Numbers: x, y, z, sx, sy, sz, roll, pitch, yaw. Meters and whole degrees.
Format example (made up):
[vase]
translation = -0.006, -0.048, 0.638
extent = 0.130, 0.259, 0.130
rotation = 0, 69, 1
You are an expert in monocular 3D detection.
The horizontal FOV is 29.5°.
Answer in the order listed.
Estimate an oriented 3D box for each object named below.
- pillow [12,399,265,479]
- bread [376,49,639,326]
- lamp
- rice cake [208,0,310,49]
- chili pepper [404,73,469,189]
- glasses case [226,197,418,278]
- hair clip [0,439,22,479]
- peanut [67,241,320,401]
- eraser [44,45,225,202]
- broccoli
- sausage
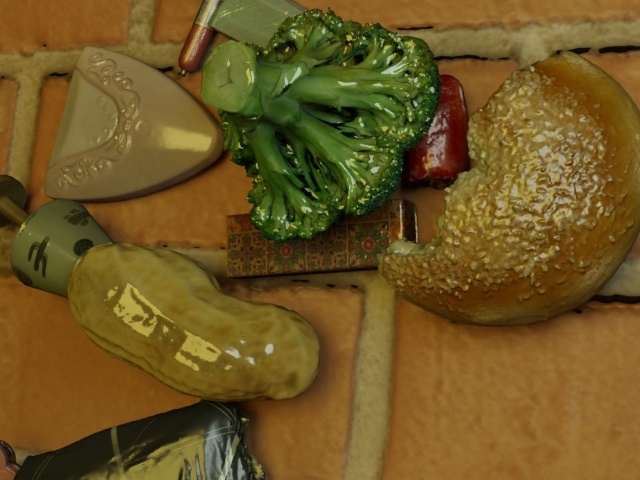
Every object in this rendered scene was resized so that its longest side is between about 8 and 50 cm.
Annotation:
[pillow]
translation = -0.224, 0.289, 1.372
extent = 0.335, 0.092, 0.161
rotation = -19, 68, 7
[bread]
translation = 0.212, -0.025, 1.220
extent = 0.314, 0.171, 0.192
rotation = -48, 61, 9
[lamp]
translation = -0.340, -0.004, 1.491
extent = 0.215, 0.121, 0.121
rotation = 32, 92, 32
[rice cake]
translation = -0.032, -0.242, 1.448
extent = 0.222, 0.042, 0.080
rotation = 33, 89, 26
[chili pepper]
translation = 0.125, -0.120, 1.338
extent = 0.073, 0.070, 0.123
rotation = -10, 76, 39
[glasses case]
translation = 0.000, 0.000, 1.376
extent = 0.218, 0.049, 0.075
rotation = -5, 82, 23
[hair clip]
translation = -0.365, 0.314, 1.441
extent = 0.138, 0.102, 0.123
rotation = 32, 94, 26
[peanut]
translation = -0.143, 0.096, 1.360
extent = 0.306, 0.147, 0.147
rotation = 27, 90, 20
[eraser]
translation = -0.228, -0.138, 1.502
extent = 0.243, 0.059, 0.204
rotation = 10, 83, 30
[broccoli]
translation = -0.014, -0.139, 1.264
extent = 0.269, 0.269, 0.254
rotation = -32, 66, 15
[sausage]
translation = -0.127, -0.305, 1.511
extent = 0.029, 0.029, 0.223
rotation = 23, 88, 27
